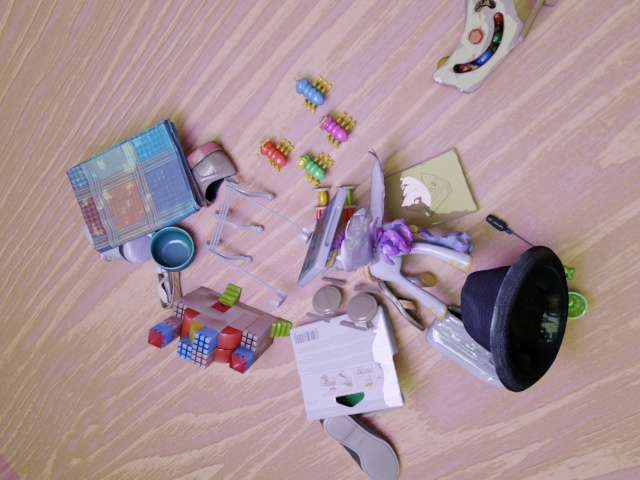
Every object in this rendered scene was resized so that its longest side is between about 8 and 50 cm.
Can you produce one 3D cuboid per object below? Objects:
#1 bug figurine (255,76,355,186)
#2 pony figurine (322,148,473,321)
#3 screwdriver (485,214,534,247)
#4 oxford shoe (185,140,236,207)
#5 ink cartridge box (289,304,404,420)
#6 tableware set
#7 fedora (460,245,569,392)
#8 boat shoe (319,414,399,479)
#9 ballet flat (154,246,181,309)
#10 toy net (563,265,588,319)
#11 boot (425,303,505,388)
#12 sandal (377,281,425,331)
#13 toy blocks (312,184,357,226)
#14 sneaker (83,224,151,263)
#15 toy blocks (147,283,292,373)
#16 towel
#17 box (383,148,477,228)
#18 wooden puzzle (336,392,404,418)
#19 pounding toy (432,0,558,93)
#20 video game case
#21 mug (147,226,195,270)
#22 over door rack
[{"bbox_3d":[-0.039,-0.278,1.094,0.216,0.072,0.279,37,112,7],"label":"bug figurine"},{"bbox_3d":[0.160,0.012,0.987,0.362,0.303,0.351,18,135,10],"label":"pony figurine"},{"bbox_3d":[0.473,-0.007,1.006,0.169,0.024,0.025,39,83,5],"label":"screwdriver"},{"bbox_3d":[-0.392,-0.133,1.231,0.348,0.123,0.130,-40,91,24],"label":"oxford shoe"},{"bbox_3d":[0.073,0.343,1.163,0.295,0.066,0.262,-19,73,23],"label":"ink cartridge box"},{"bbox_3d":[0.068,0.182,1.147,0.194,0.128,0.039,9,149,29],"label":"tableware set"},{"bbox_3d":[0.409,0.159,0.915,0.152,0.333,0.335,13,111,51],"label":"fedora"},{"bbox_3d":[0.117,0.592,1.241,0.112,0.095,0.335,-43,109,-5],"label":"boat shoe"},{"bbox_3d":[-0.503,0.116,1.358,0.079,0.073,0.233,-3,102,20],"label":"ballet flat"},{"bbox_3d":[0.511,0.146,1.017,0.232,0.045,0.122,-19,97,23],"label":"toy net"},{"bbox_3d":[0.406,0.266,1.056,0.258,0.095,0.124,27,118,13],"label":"boot"},{"bbox_3d":[0.226,0.171,1.122,0.049,0.072,0.180,-40,83,2],"label":"sandal"},{"bbox_3d":[0.042,-0.071,1.126,0.123,0.054,0.148,-1,103,20],"label":"toy blocks"},{"bbox_3d":[-0.655,-0.101,1.322,0.210,0.137,0.367,-7,93,27],"label":"sneaker"},{"bbox_3d":[-0.312,0.268,1.226,0.380,0.261,0.191,19,109,14],"label":"toy blocks"},{"bbox_3d":[-0.533,-0.146,1.180,0.369,0.040,0.272,-21,91,14],"label":"towel"},{"bbox_3d":[0.269,-0.116,1.052,0.201,0.021,0.165,-21,96,24],"label":"box"},{"bbox_3d":[0.100,0.417,1.234,0.220,0.044,0.239,-26,93,24],"label":"wooden puzzle"},{"bbox_3d":[0.342,-0.442,0.870,0.154,0.155,0.270,42,113,1],"label":"pounding toy"},{"bbox_3d":[0.000,0.000,0.982,0.023,0.212,0.194,20,69,-7],"label":"video game case"},{"bbox_3d":[-0.461,0.020,1.295,0.129,0.097,0.158,-21,81,-14],"label":"mug"},{"bbox_3d":[-0.172,-0.001,1.173,0.324,0.108,0.240,35,118,23],"label":"over door rack"}]
